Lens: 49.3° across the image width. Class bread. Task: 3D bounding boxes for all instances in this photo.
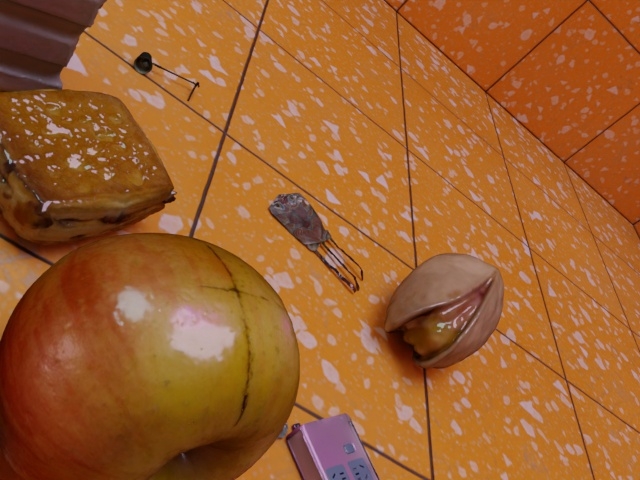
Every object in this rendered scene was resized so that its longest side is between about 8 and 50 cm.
[{"bbox_3d":[-0.321,-0.094,0.900,0.235,0.099,0.211,-16,65,-51],"label":"bread"}]

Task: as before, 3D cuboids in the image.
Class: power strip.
[{"bbox_3d":[0.049,0.357,0.910,0.109,0.037,0.279,3,53,-50],"label":"power strip"}]

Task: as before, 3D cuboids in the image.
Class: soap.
[{"bbox_3d":[-0.436,-0.333,0.862,0.302,0.257,0.159,4,53,-49],"label":"soap"}]

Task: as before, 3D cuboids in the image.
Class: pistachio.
[{"bbox_3d":[0.237,0.123,1.273,0.187,0.187,0.299,51,35,4],"label":"pistachio"}]

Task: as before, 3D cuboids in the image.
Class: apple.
[{"bbox_3d":[-0.164,0.122,0.676,0.286,0.286,0.233,13,36,-45],"label":"apple"}]

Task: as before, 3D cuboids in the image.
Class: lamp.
[{"bbox_3d":[-0.275,-0.300,1.252,0.121,0.041,0.054,28,27,-24],"label":"lamp"}]

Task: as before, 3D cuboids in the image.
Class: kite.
[{"bbox_3d":[0.002,-0.002,1.283,0.229,0.016,0.127,47,34,0],"label":"kite"}]

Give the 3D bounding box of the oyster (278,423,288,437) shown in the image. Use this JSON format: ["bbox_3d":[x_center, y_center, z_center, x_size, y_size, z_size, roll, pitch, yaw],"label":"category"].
[{"bbox_3d":[-0.078,0.231,0.908,0.100,0.037,0.098,47,43,-44],"label":"oyster"}]
